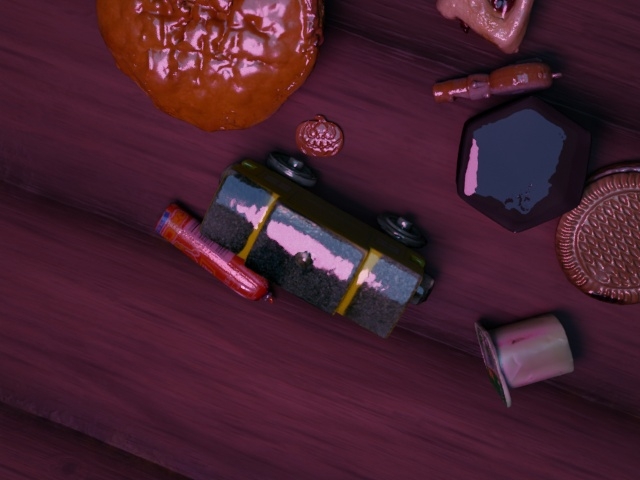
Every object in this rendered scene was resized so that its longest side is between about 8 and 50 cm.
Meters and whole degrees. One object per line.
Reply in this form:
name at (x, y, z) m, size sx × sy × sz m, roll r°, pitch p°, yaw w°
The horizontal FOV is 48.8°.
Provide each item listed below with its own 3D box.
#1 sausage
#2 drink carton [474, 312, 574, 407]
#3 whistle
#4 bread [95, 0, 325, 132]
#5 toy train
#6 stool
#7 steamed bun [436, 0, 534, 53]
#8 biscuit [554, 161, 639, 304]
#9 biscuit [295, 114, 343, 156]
sausage at (-0.198, 0.034, 1.383) m, size 0.274 × 0.074 × 0.074 m, roll 37°, pitch 106°, yaw -2°
drink carton at (0.377, 0.203, 1.300) m, size 0.143 × 0.146 × 0.144 m, roll -18°, pitch 100°, yaw 4°
whistle at (0.304, -0.275, 1.222) m, size 0.220 × 0.107 × 0.057 m, roll -5°, pitch 94°, yaw 25°
bread at (-0.165, -0.385, 1.189) m, size 0.399 × 0.215 × 0.397 m, roll 2°, pitch 111°, yaw 6°
toy train at (0.000, 0.000, 1.240) m, size 0.442 × 0.272 × 0.179 m, roll 29°, pitch 108°, yaw 2°
stool at (0.345, -0.135, 1.219) m, size 0.233 × 0.141 × 0.232 m, roll 2°, pitch 103°, yaw 9°
steamed bun at (0.277, -0.410, 1.171) m, size 0.156 × 0.141 × 0.172 m, roll 15°, pitch 108°, yaw 10°
biscuit at (0.544, -0.011, 1.247) m, size 0.260 × 0.079 × 0.258 m, roll 2°, pitch 103°, yaw 8°
biscuit at (-0.002, -0.196, 1.326) m, size 0.091 × 0.015 × 0.078 m, roll 1°, pitch 103°, yaw 9°
